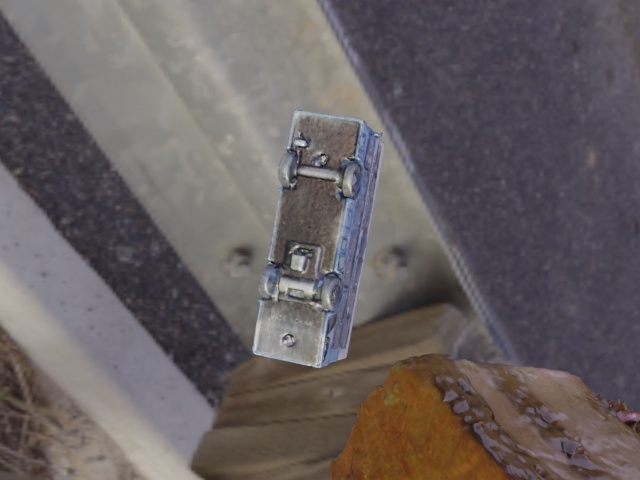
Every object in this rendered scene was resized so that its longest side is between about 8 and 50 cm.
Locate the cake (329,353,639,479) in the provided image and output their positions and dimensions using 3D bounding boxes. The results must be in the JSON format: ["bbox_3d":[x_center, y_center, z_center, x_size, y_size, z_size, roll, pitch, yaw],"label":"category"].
[{"bbox_3d":[0.180,0.221,1.062,0.293,0.199,0.196,5,119,-38],"label":"cake"}]

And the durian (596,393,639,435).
[{"bbox_3d":[0.279,0.341,1.382,0.347,0.384,0.348,-13,90,-83],"label":"durian"}]

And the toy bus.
[{"bbox_3d":[0.000,0.000,1.489,0.131,0.106,0.297,14,86,-71],"label":"toy bus"}]
